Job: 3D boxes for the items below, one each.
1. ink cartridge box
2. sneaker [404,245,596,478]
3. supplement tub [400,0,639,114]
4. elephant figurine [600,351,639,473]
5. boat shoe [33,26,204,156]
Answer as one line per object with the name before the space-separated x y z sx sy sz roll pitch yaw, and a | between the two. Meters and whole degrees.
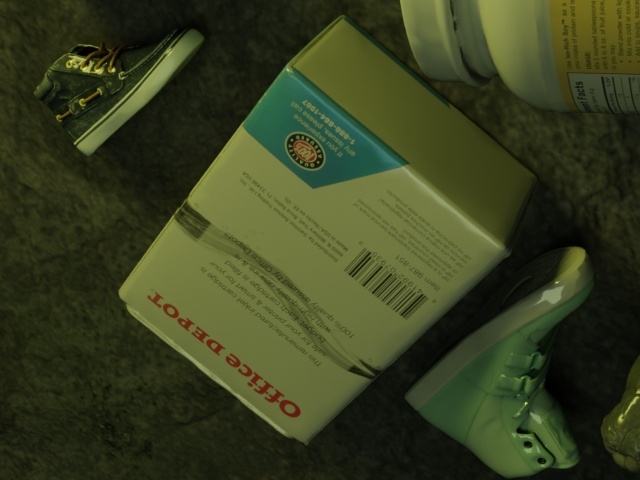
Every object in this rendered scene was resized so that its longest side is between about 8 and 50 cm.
ink cartridge box | 0.000 0.000 1.022 0.223 0.129 0.307 39 127 -3
sneaker | 0.196 0.115 1.028 0.151 0.094 0.256 41 137 3
supplement tub | 0.233 -0.195 0.726 0.331 0.241 0.241 5 122 22
elephant figurine | 0.319 0.154 0.978 0.169 0.239 0.186 43 94 22
boat shoe | -0.185 -0.150 1.049 0.083 0.065 0.183 47 128 -11
